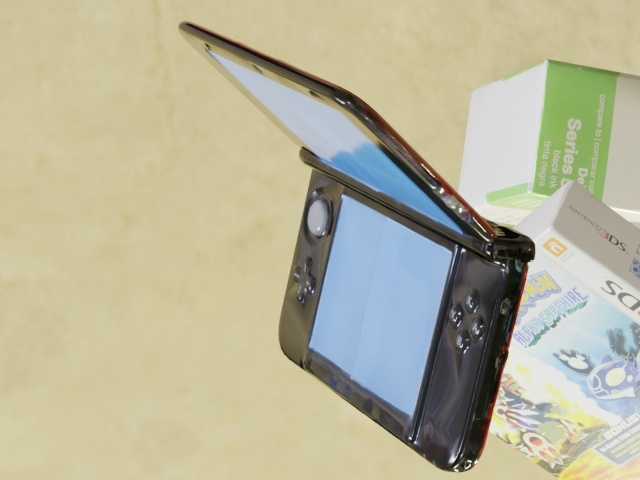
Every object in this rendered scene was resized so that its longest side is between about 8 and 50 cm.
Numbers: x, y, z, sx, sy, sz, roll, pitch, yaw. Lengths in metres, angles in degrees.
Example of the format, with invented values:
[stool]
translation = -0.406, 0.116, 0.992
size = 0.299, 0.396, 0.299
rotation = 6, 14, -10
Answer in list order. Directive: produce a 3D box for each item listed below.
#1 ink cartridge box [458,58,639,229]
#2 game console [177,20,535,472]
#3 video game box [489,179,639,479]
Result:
[ink cartridge box]
translation = 0.274, -0.061, 1.650
size = 0.272, 0.198, 0.115
rotation = 9, 84, -12
[game console]
translation = 0.000, 0.000, 0.693
size = 0.085, 0.144, 0.124
rotation = 7, 102, -29
[video game box]
translation = 0.168, 0.072, 1.232
size = 0.187, 0.048, 0.205
rotation = 36, 142, -7
